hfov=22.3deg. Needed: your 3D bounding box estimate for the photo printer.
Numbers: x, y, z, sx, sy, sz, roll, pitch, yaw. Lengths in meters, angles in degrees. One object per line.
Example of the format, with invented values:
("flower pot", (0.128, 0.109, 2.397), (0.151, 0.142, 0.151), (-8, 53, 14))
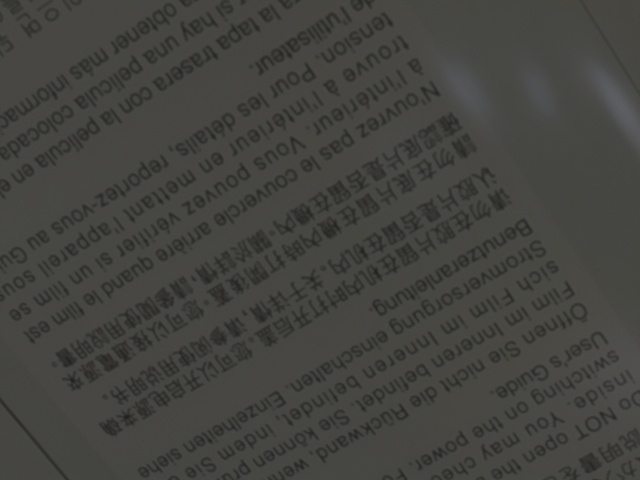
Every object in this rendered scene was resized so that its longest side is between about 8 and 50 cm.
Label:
("photo printer", (0.000, 0.000, 0.424), (0.307, 0.256, 0.107), (53, -163, -18))
